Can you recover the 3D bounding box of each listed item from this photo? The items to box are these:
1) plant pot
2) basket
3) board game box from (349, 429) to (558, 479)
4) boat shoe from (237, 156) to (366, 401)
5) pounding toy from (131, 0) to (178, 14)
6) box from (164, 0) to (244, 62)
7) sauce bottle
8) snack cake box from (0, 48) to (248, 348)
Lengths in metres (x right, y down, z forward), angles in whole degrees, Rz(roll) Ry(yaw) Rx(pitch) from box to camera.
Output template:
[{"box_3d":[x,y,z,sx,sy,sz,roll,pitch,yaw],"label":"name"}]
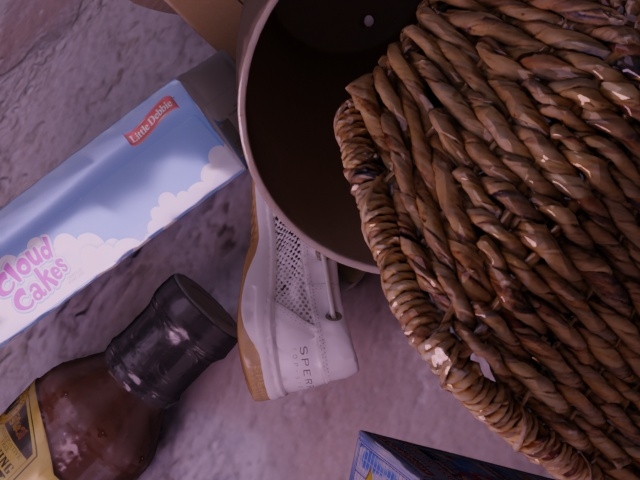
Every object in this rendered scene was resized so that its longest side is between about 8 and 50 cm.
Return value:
[{"box_3d":[0.047,-0.150,1.216,0.256,0.256,0.274,-43,27,10],"label":"plant pot"},{"box_3d":[0.130,0.012,0.967,0.213,0.299,0.223,26,81,47],"label":"basket"},{"box_3d":[0.063,0.196,0.980,0.194,0.194,0.060,-54,42,-3],"label":"board game box"},{"box_3d":[0.000,0.000,1.254,0.096,0.098,0.277,-5,47,8],"label":"boat shoe"},{"box_3d":[-0.053,-0.280,1.432,0.269,0.154,0.155,-39,44,14],"label":"pounding toy"},{"box_3d":[-0.033,-0.241,1.389,0.201,0.164,0.021,-46,15,7],"label":"box"},{"box_3d":[-0.200,0.167,1.291,0.344,0.111,0.111,-46,43,5],"label":"sauce bottle"},{"box_3d":[-0.166,-0.031,1.356,0.264,0.089,0.152,-35,6,18],"label":"snack cake box"}]
